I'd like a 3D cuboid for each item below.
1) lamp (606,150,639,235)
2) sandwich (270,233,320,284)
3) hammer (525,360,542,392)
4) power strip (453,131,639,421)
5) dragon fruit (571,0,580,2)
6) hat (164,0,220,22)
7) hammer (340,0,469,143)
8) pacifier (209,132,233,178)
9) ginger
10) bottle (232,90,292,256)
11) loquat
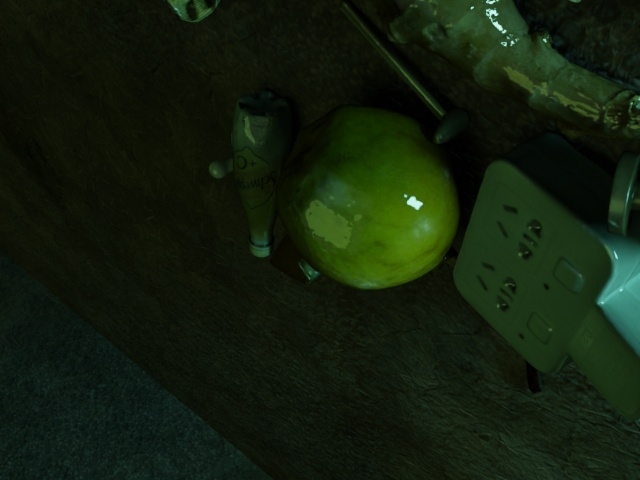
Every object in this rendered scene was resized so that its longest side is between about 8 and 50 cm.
[{"bbox_3d":[0.340,-0.019,0.578,0.215,0.121,0.121,13,138,28],"label":"lamp"},{"bbox_3d":[0.000,0.000,1.086,0.088,0.090,0.244,48,151,2],"label":"sandwich"},{"bbox_3d":[0.281,0.153,0.979,0.065,0.021,0.178,20,142,37],"label":"hammer"},{"bbox_3d":[0.281,0.039,0.763,0.261,0.141,0.229,47,154,29],"label":"power strip"},{"bbox_3d":[0.153,-0.252,0.450,0.227,0.224,0.224,46,158,43],"label":"dragon fruit"},{"bbox_3d":[-0.158,-0.320,0.931,0.076,0.059,0.077,-19,118,41],"label":"hat"},{"bbox_3d":[0.079,-0.181,0.797,0.195,0.060,0.028,49,135,6],"label":"hammer"},{"bbox_3d":[-0.134,-0.119,1.130,0.081,0.078,0.099,54,159,33],"label":"pacifier"},{"bbox_3d":[0.167,-0.182,0.661,0.294,0.086,0.131,34,141,6],"label":"ginger"},{"bbox_3d":[-0.083,-0.083,1.070,0.083,0.083,0.269,30,138,27],"label":"bottle"},{"bbox_3d":[0.070,-0.035,0.853,0.246,0.213,0.213,36,155,-19],"label":"loquat"}]
